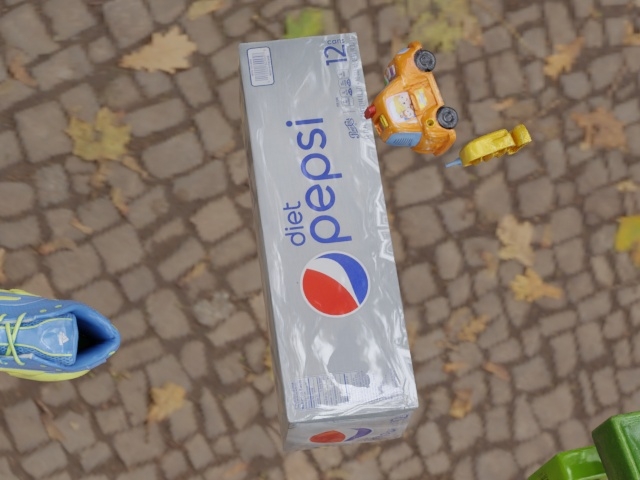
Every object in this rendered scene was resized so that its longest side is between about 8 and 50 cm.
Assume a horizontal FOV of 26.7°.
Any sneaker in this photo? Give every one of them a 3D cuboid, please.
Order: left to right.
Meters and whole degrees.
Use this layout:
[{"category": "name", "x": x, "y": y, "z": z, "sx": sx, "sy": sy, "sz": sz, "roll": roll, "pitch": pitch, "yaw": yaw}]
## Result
[{"category": "sneaker", "x": -0.279, "y": 0.071, "z": 1.161, "sx": 0.240, "sy": 0.126, "sz": 0.091, "roll": 8, "pitch": 76, "yaw": -41}]

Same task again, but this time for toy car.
[{"category": "toy car", "x": 0.052, "y": -0.065, "z": 0.646, "sx": 0.041, "sy": 0.122, "sz": 0.060, "roll": -18, "pitch": 99, "yaw": -13}]

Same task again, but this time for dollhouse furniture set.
[{"category": "dollhouse furniture set", "x": 0.354, "y": 0.336, "z": 1.346, "sx": 0.151, "sy": 0.197, "sz": 0.301, "roll": -3, "pitch": 61, "yaw": -25}]

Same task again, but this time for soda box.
[{"category": "soda box", "x": 0.000, "y": 0.000, "z": 0.969, "sx": 0.091, "sy": 0.098, "sz": 0.286, "roll": -6, "pitch": 70, "yaw": -5}]
